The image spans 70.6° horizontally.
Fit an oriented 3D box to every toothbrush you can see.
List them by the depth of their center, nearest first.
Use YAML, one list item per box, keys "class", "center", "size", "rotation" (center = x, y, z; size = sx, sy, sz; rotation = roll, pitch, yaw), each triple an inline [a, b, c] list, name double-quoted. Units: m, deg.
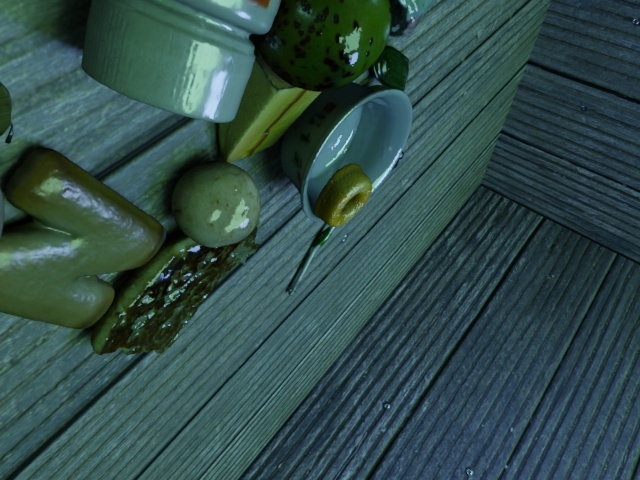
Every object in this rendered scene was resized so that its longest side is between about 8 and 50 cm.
- class: "toothbrush"
  center: [0.004, 0.002, 1.462]
  size: [0.040, 0.042, 0.418]
  rotation: [24, 101, -27]

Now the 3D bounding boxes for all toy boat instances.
- class: "toy boat"
  center: [0.196, -0.466, 1.231]
  size: [0.210, 0.052, 0.104]
  rotation: [-14, 117, -58]

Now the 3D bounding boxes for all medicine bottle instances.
- class: "medicine bottle"
  center: [-0.134, -0.346, 0.516]
  size: [0.211, 0.211, 0.372]
  rotation: [-13, 131, -59]

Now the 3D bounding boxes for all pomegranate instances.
- class: "pomegranate"
  center: [0.010, -0.325, 0.635]
  size: [0.202, 0.202, 0.248]
  rotation: [-46, 174, -24]

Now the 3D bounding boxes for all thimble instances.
- class: "thimble"
  center: [0.133, -0.520, 0.887]
  size: [0.211, 0.185, 0.149]
  rotation: [38, 83, -34]

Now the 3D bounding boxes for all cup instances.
- class: "cup"
  center: [0.039, -0.226, 1.051]
  size: [0.347, 0.163, 0.347]
  rotation: [-36, 153, -22]

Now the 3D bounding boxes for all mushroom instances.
- class: "mushroom"
  center: [-0.195, -0.067, 0.856]
  size: [0.166, 0.166, 0.127]
  rotation: [-53, -160, -9]

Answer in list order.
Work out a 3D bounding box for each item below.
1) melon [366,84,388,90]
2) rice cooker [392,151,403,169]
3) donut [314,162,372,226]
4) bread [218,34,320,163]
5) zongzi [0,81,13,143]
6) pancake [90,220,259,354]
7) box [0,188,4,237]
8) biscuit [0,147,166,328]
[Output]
- class: "melon"
  center: [0.127, -0.340, 1.199]
  size: [0.162, 0.099, 0.099]
  rotation: [-52, 157, -11]
- class: "rice cooker"
  center: [0.134, -0.230, 1.262]
  size: [0.203, 0.118, 0.142]
  rotation: [-33, -159, 7]
- class: "donut"
  center: [0.055, -0.095, 1.013]
  size: [0.152, 0.058, 0.152]
  rotation: [-36, 155, -20]
- class: "bread"
  center: [-0.126, -0.282, 0.840]
  size: [0.167, 0.163, 0.264]
  rotation: [-34, 180, -43]
- class: "zongzi"
  center: [-0.342, -0.116, 0.404]
  size: [0.205, 0.204, 0.094]
  rotation: [-6, 115, -63]
- class: "pancake"
  center: [-0.289, 0.082, 0.979]
  size: [0.427, 0.066, 0.305]
  rotation: [-50, 164, -19]
- class: "box"
  center: [-0.432, -0.004, 0.481]
  size: [0.145, 0.088, 0.200]
  rotation: [17, 103, -36]
- class: "biscuit"
  center: [-0.381, 0.018, 0.686]
  size: [0.237, 0.062, 0.291]
  rotation: [-52, 155, -10]
